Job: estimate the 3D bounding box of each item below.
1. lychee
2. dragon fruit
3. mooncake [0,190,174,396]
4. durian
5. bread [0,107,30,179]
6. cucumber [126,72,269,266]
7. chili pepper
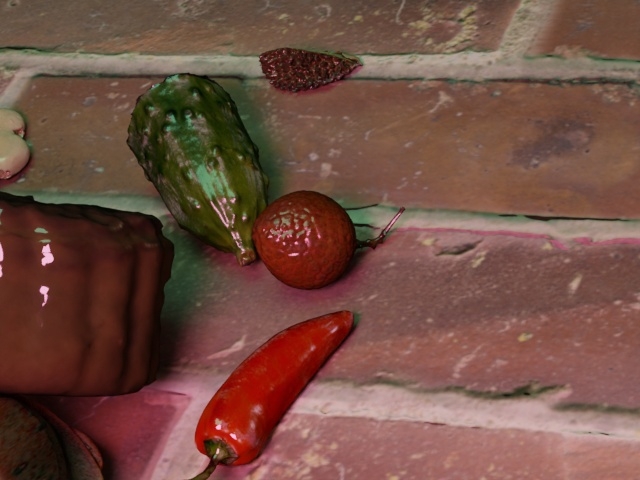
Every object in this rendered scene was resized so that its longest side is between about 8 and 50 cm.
[{"bbox_3d":[-0.004,0.002,2.021,0.114,0.140,0.101,-42,30,39],"label":"lychee"},{"bbox_3d":[-0.315,0.245,1.793,0.268,0.130,0.295,38,45,1],"label":"dragon fruit"},{"bbox_3d":[-0.309,0.042,1.920,0.324,0.324,0.187,10,92,31],"label":"mooncake"},{"bbox_3d":[-0.016,-0.200,2.302,0.130,0.052,0.066,3,7,22],"label":"durian"},{"bbox_3d":[-0.475,-0.098,2.373,0.251,0.039,0.182,-20,40,1],"label":"bread"},{"bbox_3d":[-0.118,-0.062,2.126,0.134,0.134,0.244,-25,50,-5],"label":"cucumber"},{"bbox_3d":[-0.057,0.149,1.901,0.272,0.071,0.063,-48,8,-36],"label":"chili pepper"}]
